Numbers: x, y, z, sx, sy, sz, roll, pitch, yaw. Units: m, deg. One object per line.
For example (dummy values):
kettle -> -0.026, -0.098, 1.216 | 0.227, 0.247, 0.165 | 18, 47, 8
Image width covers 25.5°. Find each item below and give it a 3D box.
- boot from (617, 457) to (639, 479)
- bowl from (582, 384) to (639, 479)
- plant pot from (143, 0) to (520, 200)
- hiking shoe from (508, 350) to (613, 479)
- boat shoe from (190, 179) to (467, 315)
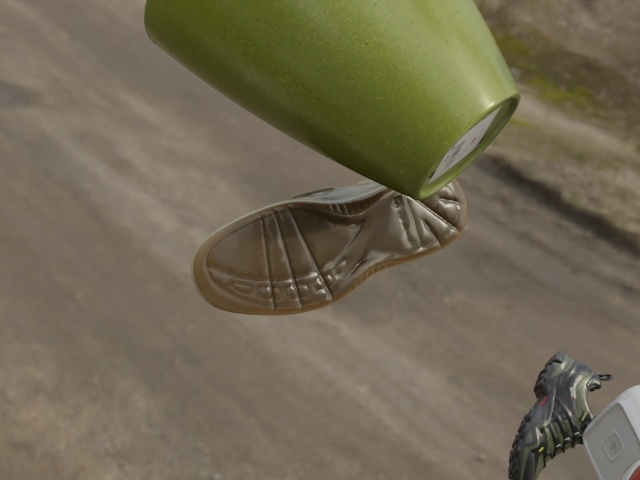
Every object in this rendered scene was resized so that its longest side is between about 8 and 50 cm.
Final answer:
boot -> 0.304, 0.247, 0.934 | 0.244, 0.088, 0.176 | 48, -6, 2
bowl -> 0.409, 0.276, 1.888 | 0.053, 0.142, 0.142 | 6, 47, -32
plant pot -> 0.034, -0.184, 1.318 | 0.293, 0.275, 0.275 | 46, 27, 12
hiking shoe -> 0.354, 0.282, 2.089 | 0.114, 0.227, 0.086 | 22, -10, 5
boat shoe -> 0.000, 0.000, 1.403 | 0.302, 0.109, 0.098 | -19, 10, -27
